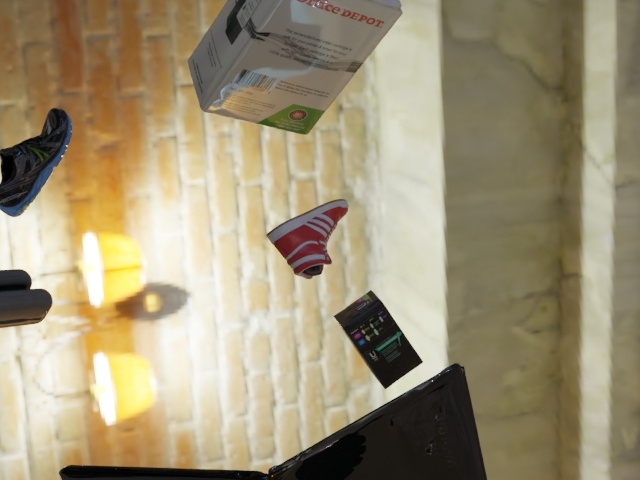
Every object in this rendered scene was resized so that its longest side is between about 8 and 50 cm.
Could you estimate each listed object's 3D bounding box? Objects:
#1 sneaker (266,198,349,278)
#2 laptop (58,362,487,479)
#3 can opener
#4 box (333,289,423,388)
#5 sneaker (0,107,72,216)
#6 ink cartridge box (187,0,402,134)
[{"bbox_3d":[0.000,0.000,1.265,0.067,0.118,0.042,57,-43,7],"label":"sneaker"},{"bbox_3d":[-0.025,0.365,1.371,0.236,0.407,0.382,-50,132,-57],"label":"laptop"},{"bbox_3d":[-0.378,0.054,1.230,0.074,0.280,0.093,41,-78,19],"label":"can opener"},{"bbox_3d":[0.060,0.104,1.245,0.083,0.052,0.062,55,-3,-10],"label":"box"},{"bbox_3d":[-0.421,-0.124,1.709,0.067,0.078,0.188,-24,-145,54],"label":"sneaker"},{"bbox_3d":[-0.031,-0.228,1.315,0.208,0.153,0.087,-48,-134,36],"label":"ink cartridge box"}]
